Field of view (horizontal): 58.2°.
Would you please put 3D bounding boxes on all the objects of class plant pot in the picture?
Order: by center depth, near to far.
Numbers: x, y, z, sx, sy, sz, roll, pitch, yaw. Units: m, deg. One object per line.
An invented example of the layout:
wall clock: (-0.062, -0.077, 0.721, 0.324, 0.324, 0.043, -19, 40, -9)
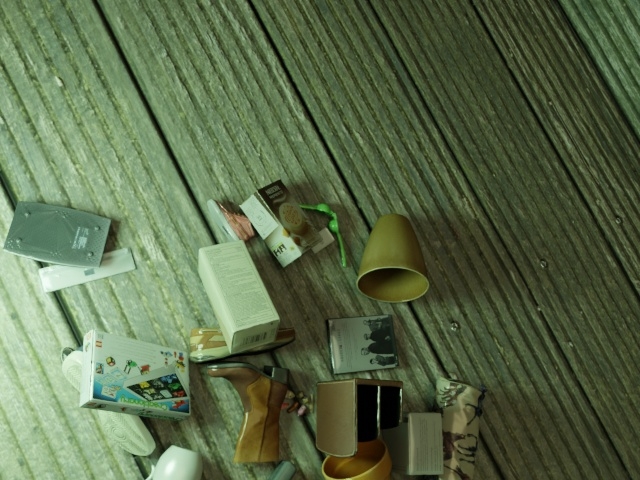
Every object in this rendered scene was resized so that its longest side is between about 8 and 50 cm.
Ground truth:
plant pot: (0.131, 0.725, 1.708, 0.205, 0.205, 0.188, -25, 100, -26)
plant pot: (0.244, 0.043, 1.943, 0.237, 0.237, 0.255, 15, 56, -16)

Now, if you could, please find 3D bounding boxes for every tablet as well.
tablet: (0.000, 0.000, 1.944, 0.083, 0.006, 0.054, -34, 91, 3)

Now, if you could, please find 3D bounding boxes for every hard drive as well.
hard drive: (-0.746, -0.010, 1.643, 0.254, 0.054, 0.172, 12, 65, -16)

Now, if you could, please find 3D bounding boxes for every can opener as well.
can opener: (-0.186, 0.740, 1.635, 0.095, 0.076, 0.283, 42, 63, -6)

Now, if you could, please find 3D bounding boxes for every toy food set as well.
toy food set: (-0.078, 0.503, 1.778, 0.122, 0.019, 0.078, 7, 72, -19)

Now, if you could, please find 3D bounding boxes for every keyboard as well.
keyboard: (-0.676, 0.084, 1.676, 0.255, 0.014, 0.072, -16, 86, -24)

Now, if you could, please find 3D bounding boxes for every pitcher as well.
pitcher: (-0.422, 0.660, 1.550, 0.177, 0.125, 0.207, 16, 70, 7)

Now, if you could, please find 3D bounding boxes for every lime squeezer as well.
lime squeezer: (0.016, -0.055, 1.961, 0.310, 0.059, 0.110, 47, 64, -4)

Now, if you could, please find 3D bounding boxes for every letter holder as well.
letter holder: (0.106, 0.523, 1.687, 0.151, 0.302, 0.215, 9, 72, -19)

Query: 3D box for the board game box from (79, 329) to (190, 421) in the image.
board game box: (-0.485, 0.365, 1.536, 0.305, 0.053, 0.193, 27, 40, -43)

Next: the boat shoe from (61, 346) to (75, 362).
boat shoe: (-0.676, 0.348, 1.580, 0.046, 0.038, 0.125, -21, 83, -25)

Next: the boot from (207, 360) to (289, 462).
boot: (-0.227, 0.501, 1.684, 0.264, 0.096, 0.281, 17, 76, -33)

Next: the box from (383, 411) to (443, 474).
box: (0.285, 0.628, 1.793, 0.118, 0.181, 0.182, 7, 73, -19)

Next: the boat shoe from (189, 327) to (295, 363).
boat shoe: (-0.235, 0.287, 1.728, 0.323, 0.122, 0.120, -6, 73, -23)

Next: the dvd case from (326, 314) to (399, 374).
dvd case: (0.140, 0.342, 1.906, 0.238, 0.029, 0.180, -1, 75, -21)

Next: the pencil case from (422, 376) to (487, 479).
pencil case: (0.436, 0.660, 1.854, 0.183, 0.160, 0.411, 18, 69, -12)

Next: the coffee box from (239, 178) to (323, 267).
coffee box: (-0.125, -0.057, 1.859, 0.247, 0.098, 0.141, 54, 37, 0)

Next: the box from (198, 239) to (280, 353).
box: (-0.246, 0.157, 1.691, 0.147, 0.121, 0.311, -12, 52, -23)

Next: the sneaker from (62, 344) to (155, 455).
sneaker: (-0.540, 0.419, 1.575, 0.350, 0.131, 0.148, 61, 28, -12)

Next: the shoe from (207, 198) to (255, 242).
shoe: (-0.285, -0.068, 1.846, 0.081, 0.063, 0.178, -36, 95, -27)
